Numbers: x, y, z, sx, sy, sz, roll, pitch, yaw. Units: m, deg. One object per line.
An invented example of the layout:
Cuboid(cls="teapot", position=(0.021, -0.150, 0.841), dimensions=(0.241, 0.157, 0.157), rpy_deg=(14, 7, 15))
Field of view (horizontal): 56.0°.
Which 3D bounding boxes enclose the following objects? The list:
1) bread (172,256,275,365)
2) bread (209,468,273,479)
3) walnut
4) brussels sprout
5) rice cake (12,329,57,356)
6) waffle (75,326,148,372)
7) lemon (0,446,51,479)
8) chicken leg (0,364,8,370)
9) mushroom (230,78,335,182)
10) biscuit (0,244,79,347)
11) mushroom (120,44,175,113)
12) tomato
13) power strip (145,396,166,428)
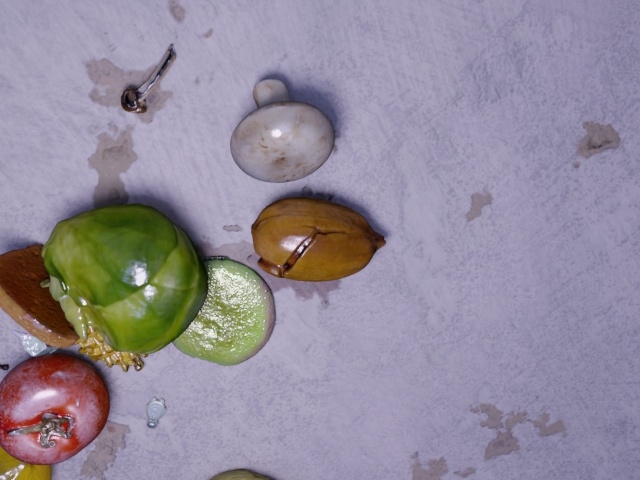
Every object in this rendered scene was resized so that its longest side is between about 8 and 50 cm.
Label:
Cuboid(cls="bread", position=(-0.259, 0.187, 1.557), dimensions=(0.301, 0.045, 0.302), rpy_deg=(-1, 103, -4))
Cuboid(cls="bread", position=(-0.205, 0.782, 1.609), dimensions=(0.320, 0.237, 0.321), rpy_deg=(0, 103, 0))
Cuboid(cls="walnut", position=(0.000, 0.000, 1.451), dimensions=(0.335, 0.209, 0.209), rpy_deg=(1, 104, -12))
Cuboid(cls="brussels sprout", position=(-0.438, 0.068, 1.393), dimensions=(0.371, 0.276, 0.315), rpy_deg=(35, 97, 6))
Cuboid(cls="rice cake", position=(-0.653, 0.231, 1.427), dimensions=(0.081, 0.290, 0.051), rpy_deg=(42, 76, -4))
Cuboid(cls="waffle", position=(-0.535, 0.222, 1.545), dimensions=(0.231, 0.051, 0.229), rpy_deg=(17, 105, -7))
Cuboid(cls="lemon", position=(-0.809, 0.613, 1.531), dimensions=(0.228, 0.228, 0.254), rpy_deg=(24, 120, -9))
Cuboid(cls="chicken leg", position=(-0.887, 0.325, 1.554), dimensions=(0.144, 0.037, 0.062), rpy_deg=(-8, 127, -1))
Cuboid(cls="mushroom", position=(-0.091, -0.259, 1.390), dimensions=(0.243, 0.243, 0.244), rpy_deg=(-1, 104, -3))
Cuboid(cls="biscuit", position=(-0.634, 0.128, 1.386), dimensions=(0.262, 0.277, 0.052), rpy_deg=(43, 100, -5))
Cuboid(cls="mushroom", position=(-0.395, -0.373, 1.406), dimensions=(0.060, 0.061, 0.187), rpy_deg=(41, 90, 18))
Cuboid(cls="tomato", position=(-0.667, 0.405, 1.491), dimensions=(0.270, 0.227, 0.271), rpy_deg=(-8, 112, -19))
Cuboid(cls="power strip", position=(-0.447, 0.464, 1.625), dimensions=(0.055, 0.035, 0.084), rpy_deg=(13, 90, -7))
